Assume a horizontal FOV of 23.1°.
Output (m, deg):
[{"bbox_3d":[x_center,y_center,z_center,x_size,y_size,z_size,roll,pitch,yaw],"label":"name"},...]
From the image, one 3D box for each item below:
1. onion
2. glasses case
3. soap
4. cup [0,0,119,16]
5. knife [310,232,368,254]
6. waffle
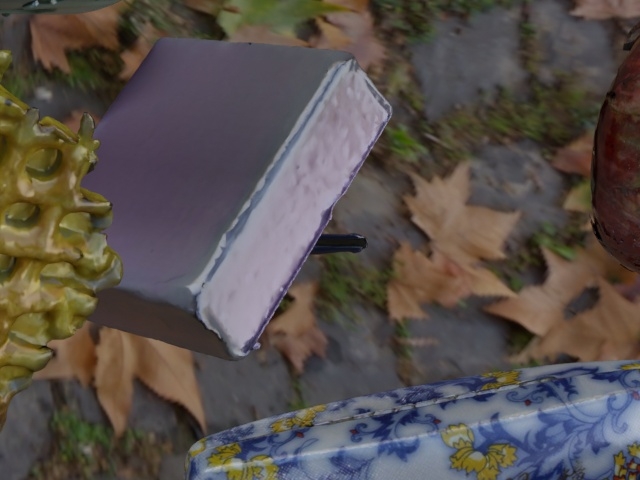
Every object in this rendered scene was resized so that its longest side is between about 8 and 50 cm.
[{"bbox_3d":[0.244,-0.054,0.924,0.184,0.147,0.184,-35,141,-35],"label":"onion"},{"bbox_3d":[0.058,0.113,0.755,0.248,0.065,0.087,-11,119,-6],"label":"glasses case"},{"bbox_3d":[-0.116,-0.051,1.471,0.107,0.285,0.296,47,66,-39],"label":"soap"},{"bbox_3d":[-0.380,-0.361,1.673,0.401,0.392,0.310,-35,90,22],"label":"cup"},{"bbox_3d":[0.000,0.000,1.674,0.121,0.018,0.031,1,91,29],"label":"knife"},{"bbox_3d":[-0.279,0.000,0.992,0.329,0.062,0.329,-13,122,-21],"label":"waffle"}]
